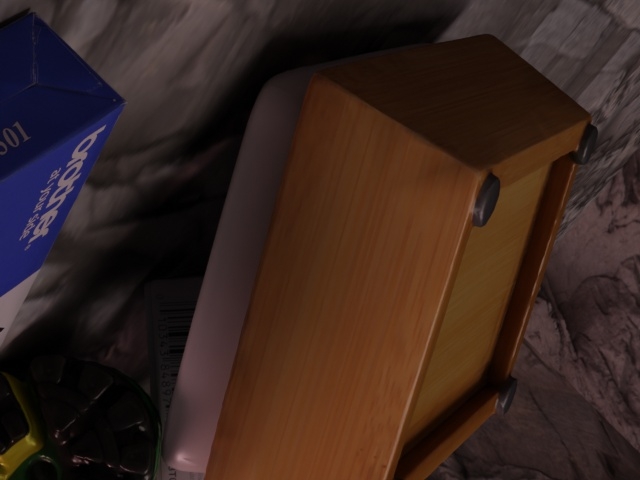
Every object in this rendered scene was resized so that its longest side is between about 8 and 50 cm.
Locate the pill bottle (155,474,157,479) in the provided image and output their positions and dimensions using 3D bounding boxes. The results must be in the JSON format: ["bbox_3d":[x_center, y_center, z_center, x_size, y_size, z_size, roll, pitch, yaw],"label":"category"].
[{"bbox_3d":[-0.138,0.252,1.188,0.181,0.181,0.323,-42,170,-17],"label":"pill bottle"}]

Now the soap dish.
[{"bbox_3d":[0.042,0.017,0.907,0.291,0.118,0.229,-25,134,-67],"label":"soap dish"}]

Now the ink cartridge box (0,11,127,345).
[{"bbox_3d":[-0.142,0.022,0.575,0.097,0.046,0.207,-38,168,-43],"label":"ink cartridge box"}]

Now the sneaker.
[{"bbox_3d":[-0.196,0.206,0.878,0.343,0.134,0.146,-45,171,1],"label":"sneaker"}]

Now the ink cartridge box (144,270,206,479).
[{"bbox_3d":[-0.043,0.127,1.026,0.045,0.223,0.224,-4,-179,13],"label":"ink cartridge box"}]
